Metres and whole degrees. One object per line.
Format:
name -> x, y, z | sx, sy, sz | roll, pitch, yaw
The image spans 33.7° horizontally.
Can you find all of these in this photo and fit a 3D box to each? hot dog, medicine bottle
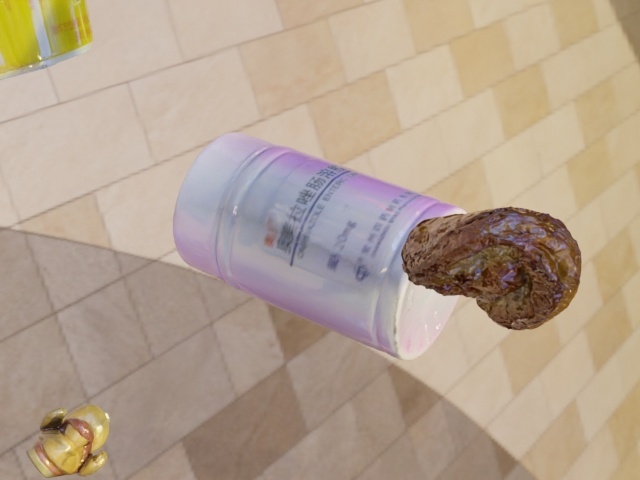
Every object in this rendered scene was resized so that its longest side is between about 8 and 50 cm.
hot dog -> 0.109, 0.015, 0.678 | 0.099, 0.147, 0.065 | 26, 84, -14
medicine bottle -> 0.000, 0.000, 1.009 | 0.152, 0.254, 0.152 | -42, 143, -42

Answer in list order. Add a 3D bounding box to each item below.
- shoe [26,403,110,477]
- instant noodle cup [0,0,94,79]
shoe -> -0.243, 0.200, 1.041 | 0.072, 0.069, 0.109 | 53, 2, 18
instant noodle cup -> -0.296, -0.254, 0.875 | 0.215, 0.215, 0.236 | -34, 115, -47
